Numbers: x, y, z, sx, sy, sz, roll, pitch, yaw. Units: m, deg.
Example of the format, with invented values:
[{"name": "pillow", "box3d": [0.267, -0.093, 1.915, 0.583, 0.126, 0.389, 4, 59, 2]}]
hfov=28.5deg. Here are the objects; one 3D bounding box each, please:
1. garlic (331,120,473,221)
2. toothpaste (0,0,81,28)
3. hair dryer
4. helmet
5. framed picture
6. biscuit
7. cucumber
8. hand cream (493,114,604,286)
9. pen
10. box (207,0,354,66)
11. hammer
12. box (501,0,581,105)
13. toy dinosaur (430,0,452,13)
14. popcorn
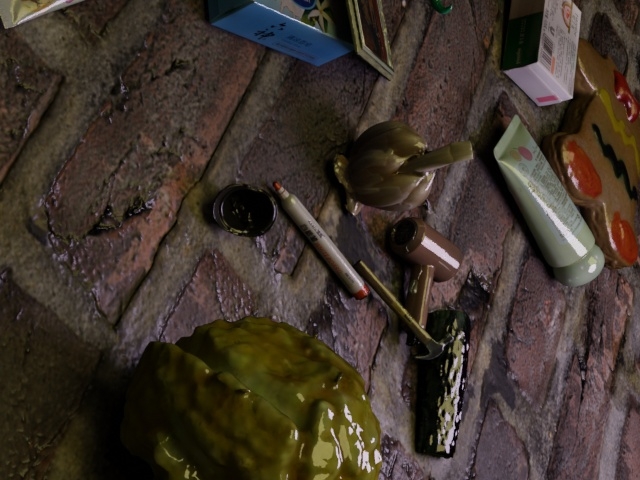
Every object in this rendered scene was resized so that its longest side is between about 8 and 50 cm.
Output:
[{"name": "garlic", "box3d": [0.121, -0.111, 1.751, 0.127, 0.194, 0.131, -24, 92, -63]}, {"name": "toothpaste", "box3d": [-0.257, -0.311, 1.436, 0.058, 0.056, 0.314, 38, 37, 18]}, {"name": "hair dryer", "box3d": [0.143, 0.066, 1.821, 0.117, 0.064, 0.182, 33, 58, -41]}, {"name": "helmet", "box3d": [-0.099, -0.041, 1.545, 0.084, 0.049, 0.065, 18, 98, -22]}, {"name": "framed picture", "box3d": [0.064, -0.350, 1.800, 0.273, 0.016, 0.217, -2, 81, -77]}, {"name": "biscuit", "box3d": [0.549, -0.185, 2.431, 0.368, 0.076, 0.394, 53, 42, -29]}, {"name": "cucumber", "box3d": [0.185, 0.209, 1.818, 0.078, 0.062, 0.211, 29, 55, -45]}, {"name": "hand cream", "box3d": [0.388, -0.060, 2.161, 0.306, 0.093, 0.147, 59, 37, -18]}, {"name": "pen", "box3d": [0.000, 0.000, 1.679, 0.218, 0.026, 0.026, 52, 42, -28]}, {"name": "box", "box3d": [-0.051, -0.337, 1.683, 0.232, 0.083, 0.143, 12, 65, -49]}, {"name": "hammer", "box3d": [0.108, 0.098, 1.766, 0.062, 0.017, 0.182, -45, 103, -7]}, {"name": "box", "box3d": [0.404, -0.363, 2.285, 0.135, 0.081, 0.199, 36, 58, -43]}, {"name": "toy dinosaur", "box3d": [0.178, -0.423, 2.006, 0.059, 0.096, 0.132, -13, 85, -53]}, {"name": "popcorn", "box3d": [-0.065, 0.214, 1.310, 0.282, 0.282, 0.247, -7, 113, -54]}]
